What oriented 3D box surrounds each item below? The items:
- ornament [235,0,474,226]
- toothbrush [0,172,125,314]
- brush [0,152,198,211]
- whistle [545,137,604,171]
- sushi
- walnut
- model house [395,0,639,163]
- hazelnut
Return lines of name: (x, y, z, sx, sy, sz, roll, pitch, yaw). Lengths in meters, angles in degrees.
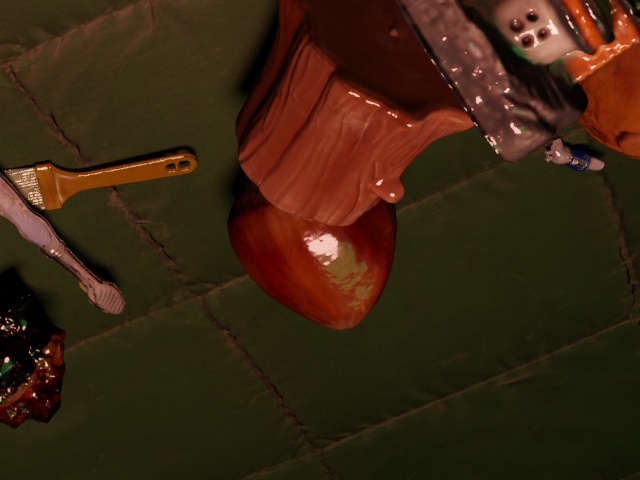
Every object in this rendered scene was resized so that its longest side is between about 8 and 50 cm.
ornament: (0.029, -0.149, 1.912, 0.235, 0.221, 0.217, 35, 136, -2)
toothbrush: (-0.318, -0.018, 2.043, 0.035, 0.042, 0.413, -53, 145, -11)
brush: (-0.241, -0.069, 2.041, 0.218, 0.010, 0.082, -11, 146, -6)
whistle: (0.306, -0.101, 2.248, 0.083, 0.029, 0.033, 14, 119, -29)
sushi: (-0.372, 0.143, 2.161, 0.172, 0.153, 0.150, -40, 124, -3)
walnut: (0.347, -0.184, 1.966, 0.203, 0.203, 0.298, -23, 164, 6)
model house: (0.237, -0.261, 1.747, 0.301, 0.271, 0.190, -31, -178, 16)
hazelnut: (0.000, 0.000, 2.080, 0.208, 0.208, 0.208, -13, 146, -9)
